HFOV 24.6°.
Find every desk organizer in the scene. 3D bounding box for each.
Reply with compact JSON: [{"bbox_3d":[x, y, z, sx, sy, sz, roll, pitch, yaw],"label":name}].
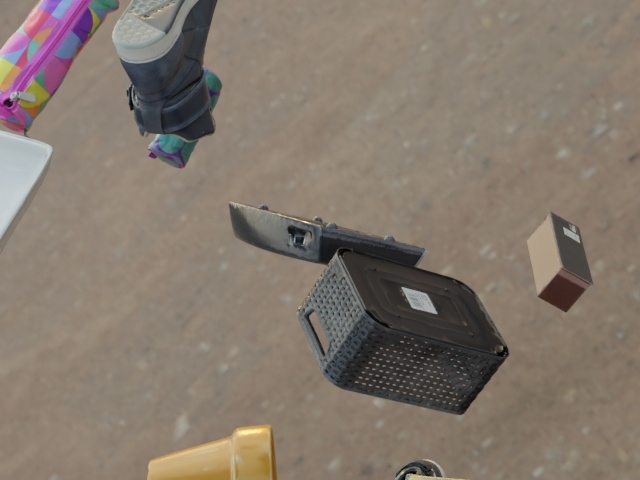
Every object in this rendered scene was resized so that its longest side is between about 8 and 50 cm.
[{"bbox_3d":[0.283,0.024,1.746,0.050,0.047,0.130,-54,17,27],"label":"desk organizer"}]

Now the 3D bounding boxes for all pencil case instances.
[{"bbox_3d":[-0.363,-0.249,1.926,0.104,0.104,0.236,8,63,58],"label":"pencil case"},{"bbox_3d":[-0.203,-0.187,2.200,0.070,0.064,0.152,17,78,40],"label":"pencil case"}]

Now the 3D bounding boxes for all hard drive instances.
[{"bbox_3d":[0.000,0.000,1.831,0.254,0.172,0.054,16,94,61],"label":"hard drive"}]

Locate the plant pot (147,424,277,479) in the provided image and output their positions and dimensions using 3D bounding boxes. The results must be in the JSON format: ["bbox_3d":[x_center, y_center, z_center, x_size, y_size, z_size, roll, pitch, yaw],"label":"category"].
[{"bbox_3d":[-0.160,0.386,2.204,0.187,0.205,0.205,-4,31,0],"label":"plant pot"}]

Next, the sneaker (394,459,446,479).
[{"bbox_3d":[0.124,0.401,1.952,0.079,0.121,0.217,-6,79,19],"label":"sneaker"}]

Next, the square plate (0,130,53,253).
[{"bbox_3d":[-0.517,0.004,1.848,0.344,0.049,0.347,17,75,37],"label":"square plate"}]

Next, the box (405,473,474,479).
[{"bbox_3d":[0.288,0.323,1.667,0.322,0.257,0.079,-9,70,58],"label":"box"}]

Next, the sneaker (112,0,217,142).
[{"bbox_3d":[-0.148,-0.207,1.583,0.086,0.163,0.226,5,43,21],"label":"sneaker"}]

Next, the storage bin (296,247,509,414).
[{"bbox_3d":[0.082,0.090,1.450,0.084,0.180,0.122,-56,36,25],"label":"storage bin"}]
